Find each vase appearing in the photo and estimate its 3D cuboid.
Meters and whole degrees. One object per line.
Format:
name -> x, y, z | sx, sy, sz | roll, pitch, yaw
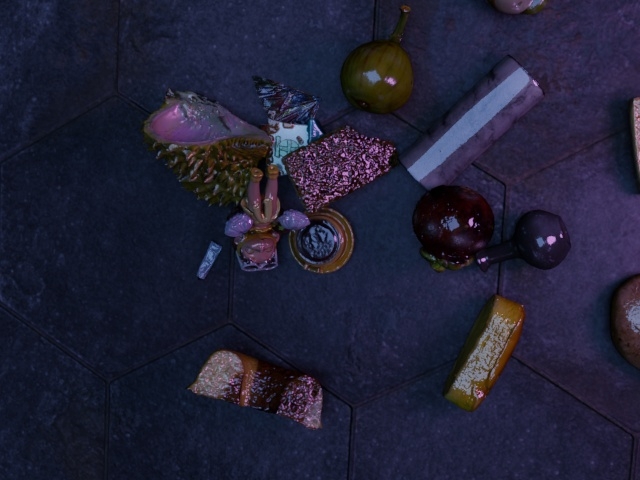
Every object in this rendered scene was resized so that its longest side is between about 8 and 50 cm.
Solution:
vase -> 0.393, 0.011, 1.409 | 0.183, 0.120, 0.120 | -19, 91, 27

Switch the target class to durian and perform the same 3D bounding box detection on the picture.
durian -> -0.241, -0.166, 1.493 | 0.305, 0.185, 0.195 | 23, 134, 19

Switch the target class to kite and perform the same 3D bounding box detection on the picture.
kite -> -0.079, -0.255, 1.522 | 0.189, 0.009, 0.232 | -24, 90, 12

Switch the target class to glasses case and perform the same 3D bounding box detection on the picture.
glasses case -> 0.298, -0.224, 1.425 | 0.299, 0.060, 0.114 | -43, 91, 11

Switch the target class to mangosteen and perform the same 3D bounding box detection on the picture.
mangosteen -> 0.257, -0.018, 1.400 | 0.166, 0.166, 0.180 | 11, 106, 10

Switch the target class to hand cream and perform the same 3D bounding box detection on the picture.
hand cream -> -0.249, 0.046, 1.580 | 0.030, 0.019, 0.093 | 29, 93, 9

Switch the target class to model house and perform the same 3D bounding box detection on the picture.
model house -> -0.032, -0.187, 1.469 | 0.149, 0.100, 0.126 | 3, 98, 4

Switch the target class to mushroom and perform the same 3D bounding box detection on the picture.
mushroom -> 0.616, 0.169, 1.393 | 0.094, 0.072, 0.209 | -2, 95, 23

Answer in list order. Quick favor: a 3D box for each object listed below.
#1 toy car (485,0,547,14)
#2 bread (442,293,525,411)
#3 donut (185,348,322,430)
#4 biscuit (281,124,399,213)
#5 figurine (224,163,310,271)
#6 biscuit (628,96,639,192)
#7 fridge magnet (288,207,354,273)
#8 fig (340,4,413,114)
toy car -> 0.352, -0.563, 1.364 | 0.235, 0.145, 0.234 | -3, 85, 29
bread -> 0.334, 0.229, 1.438 | 0.094, 0.102, 0.245 | 27, 98, 10
donut -> -0.132, 0.308, 1.522 | 0.295, 0.151, 0.112 | 21, 82, -10
biscuit -> 0.047, -0.159, 1.428 | 0.237, 0.026, 0.131 | -30, 108, -17
figurine -> -0.122, -0.043, 1.453 | 0.175, 0.240, 0.115 | -8, 55, -20
biscuit -> 0.624, -0.181, 1.370 | 0.052, 0.056, 0.187 | -7, 95, 13
fridge magnet -> 0.000, 0.000, 1.501 | 0.143, 0.063, 0.142 | 2, 97, 14
fig -> 0.115, -0.346, 1.424 | 0.142, 0.148, 0.186 | 0, 56, 25
